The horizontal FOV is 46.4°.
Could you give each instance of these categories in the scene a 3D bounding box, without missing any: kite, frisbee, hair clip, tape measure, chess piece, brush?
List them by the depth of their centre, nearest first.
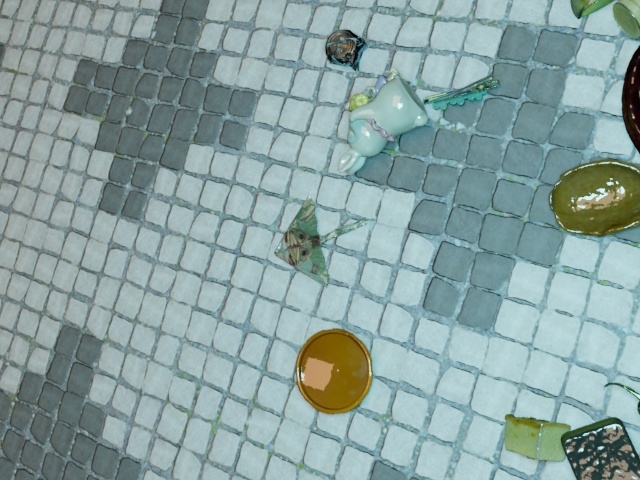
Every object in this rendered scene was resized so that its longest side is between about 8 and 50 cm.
[{"bbox_3d":[0.543,0.441,1.394,0.123,0.059,0.197,-25,76,15],"label":"brush"},{"bbox_3d":[0.693,-0.496,1.487,0.200,0.090,0.090,-35,67,6],"label":"chess piece"},{"bbox_3d":[0.313,-0.322,1.660,0.173,0.049,0.049,-13,75,29],"label":"hair clip"},{"bbox_3d":[0.033,0.295,1.691,0.192,0.035,0.192,-4,80,26],"label":"frisbee"},{"bbox_3d":[-0.001,0.000,1.775,0.250,0.012,0.229,-19,76,22],"label":"kite"},{"bbox_3d":[0.060,-0.465,1.805,0.094,0.054,0.091,26,91,21],"label":"tape measure"}]

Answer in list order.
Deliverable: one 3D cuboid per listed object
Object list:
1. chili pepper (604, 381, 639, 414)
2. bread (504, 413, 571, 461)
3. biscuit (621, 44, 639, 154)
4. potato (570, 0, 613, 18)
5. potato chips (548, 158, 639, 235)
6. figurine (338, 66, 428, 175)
[{"bbox_3d":[0.642,0.366,1.360,0.122,0.065,0.279,-29,73,15],"label":"chili pepper"},{"bbox_3d":[0.426,0.395,1.489,0.109,0.080,0.084,-4,75,60],"label":"bread"},{"bbox_3d":[0.778,-0.278,1.395,0.407,0.091,0.407,-5,79,26],"label":"biscuit"},{"bbox_3d":[0.597,-0.557,1.556,0.198,0.054,0.119,-42,68,14],"label":"potato"},{"bbox_3d":[0.562,-0.083,1.489,0.201,0.049,0.150,-15,78,22],"label":"potato chips"},{"bbox_3d":[0.114,-0.267,1.705,0.235,0.127,0.155,-36,86,20],"label":"figurine"}]
